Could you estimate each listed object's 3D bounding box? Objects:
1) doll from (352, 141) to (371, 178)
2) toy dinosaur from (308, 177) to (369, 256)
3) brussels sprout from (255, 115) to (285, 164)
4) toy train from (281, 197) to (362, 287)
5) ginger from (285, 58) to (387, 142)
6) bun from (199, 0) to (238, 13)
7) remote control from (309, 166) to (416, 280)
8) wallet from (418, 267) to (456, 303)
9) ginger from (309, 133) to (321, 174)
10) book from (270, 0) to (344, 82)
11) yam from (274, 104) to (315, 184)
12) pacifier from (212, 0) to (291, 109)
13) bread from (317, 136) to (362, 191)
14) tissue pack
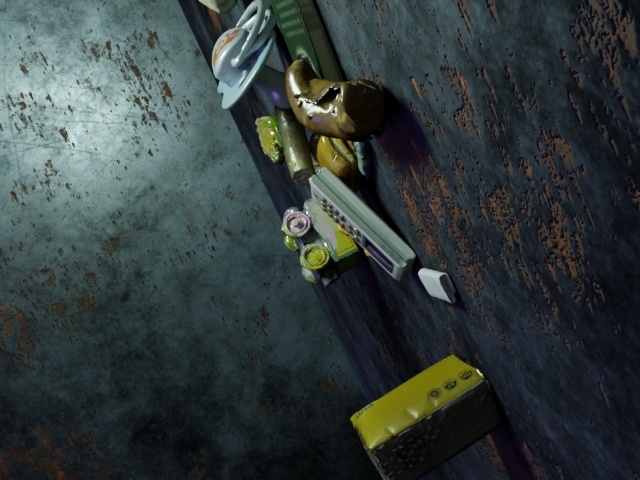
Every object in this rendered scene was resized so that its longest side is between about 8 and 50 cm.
[{"bbox_3d":[0.086,-0.166,1.448,0.037,0.027,0.125,52,167,28],"label":"doll"},{"bbox_3d":[0.076,-0.035,1.660,0.288,0.070,0.117,42,177,12],"label":"toy dinosaur"},{"bbox_3d":[-0.131,-0.318,2.182,0.139,0.101,0.181,88,158,-47],"label":"brussels sprout"},{"bbox_3d":[0.000,0.000,2.014,0.260,0.178,0.134,61,172,19],"label":"toy train"},{"bbox_3d":[0.026,-0.235,1.245,0.133,0.107,0.309,39,176,-29],"label":"ginger"},{"bbox_3d":[-0.286,-0.690,1.794,0.239,0.141,0.239,42,180,0],"label":"bun"},{"bbox_3d":[0.086,-0.033,1.528,0.277,0.055,0.103,45,168,15],"label":"remote control"},{"bbox_3d":[0.223,0.085,1.357,0.122,0.025,0.061,-169,55,-80],"label":"wallet"},{"bbox_3d":[-0.003,-0.221,1.815,0.173,0.051,0.069,70,177,-68],"label":"ginger"},{"bbox_3d":[-0.039,-0.417,1.441,0.260,0.043,0.370,-133,20,-71],"label":"book"},{"bbox_3d":[-0.070,-0.276,1.770,0.071,0.067,0.317,-42,48,38],"label":"yam"},{"bbox_3d":[-0.133,-0.406,1.694,0.233,0.244,0.299,34,-163,-27],"label":"pacifier"},{"bbox_3d":[0.042,-0.173,1.581,0.116,0.077,0.200,54,170,15],"label":"bread"},{"bbox_3d":[0.210,0.361,1.449,0.134,0.271,0.192,61,173,-10],"label":"tissue pack"}]
